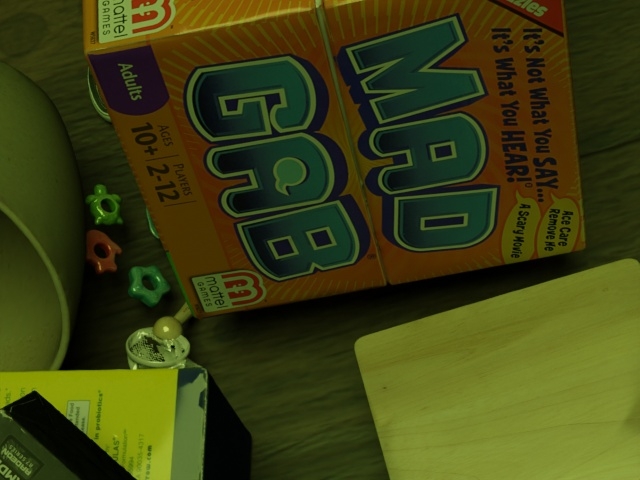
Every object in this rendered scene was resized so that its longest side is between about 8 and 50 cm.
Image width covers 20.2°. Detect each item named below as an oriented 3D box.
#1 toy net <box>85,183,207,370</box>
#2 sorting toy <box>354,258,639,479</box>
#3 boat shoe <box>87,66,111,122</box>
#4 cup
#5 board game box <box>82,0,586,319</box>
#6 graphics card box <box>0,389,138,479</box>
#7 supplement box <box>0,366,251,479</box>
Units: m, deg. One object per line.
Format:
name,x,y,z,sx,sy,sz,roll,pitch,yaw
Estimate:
toy net,-0.153,0.048,1.645,0.122,0.045,0.232,11,57,-28
sorting toy,0.187,0.177,1.539,0.257,0.089,0.255,-17,65,3
boat shoe,-0.212,-0.185,1.786,0.049,0.040,0.142,-10,66,5
cup,-0.346,-0.035,1.626,0.331,0.331,0.237,6,41,12
board game box,0.013,-0.202,1.543,0.356,0.356,0.356,-11,52,5
graphics card box,-0.257,0.327,1.369,0.233,0.094,0.371,42,99,4
supplement box,-0.253,0.231,1.534,0.356,0.194,0.195,-2,67,9
